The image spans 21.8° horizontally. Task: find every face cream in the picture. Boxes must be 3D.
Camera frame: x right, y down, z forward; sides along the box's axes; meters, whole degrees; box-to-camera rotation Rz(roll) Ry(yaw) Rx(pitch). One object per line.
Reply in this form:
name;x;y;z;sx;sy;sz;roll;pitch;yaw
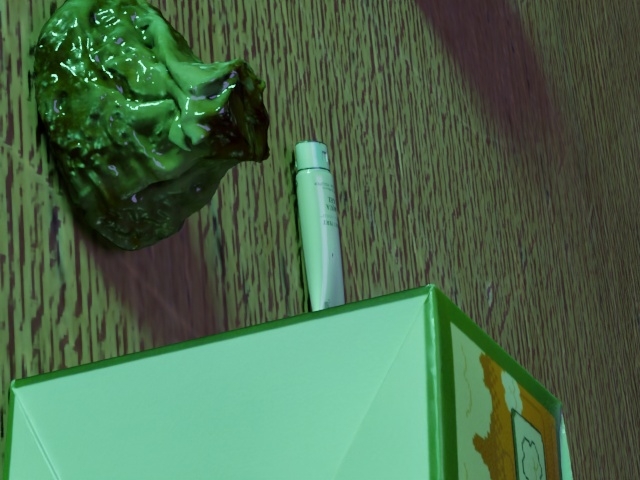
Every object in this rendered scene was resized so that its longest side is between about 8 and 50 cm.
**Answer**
face cream;0.000;0.000;0.957;0.038;0.020;0.115;18;65;-63

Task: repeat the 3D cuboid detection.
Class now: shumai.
shumai;-0.070;-0.064;0.759;0.099;0.087;0.124;-22;96;-64

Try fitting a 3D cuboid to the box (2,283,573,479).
box;-0.009;0.140;0.652;0.148;0.195;0.178;41;42;-53
